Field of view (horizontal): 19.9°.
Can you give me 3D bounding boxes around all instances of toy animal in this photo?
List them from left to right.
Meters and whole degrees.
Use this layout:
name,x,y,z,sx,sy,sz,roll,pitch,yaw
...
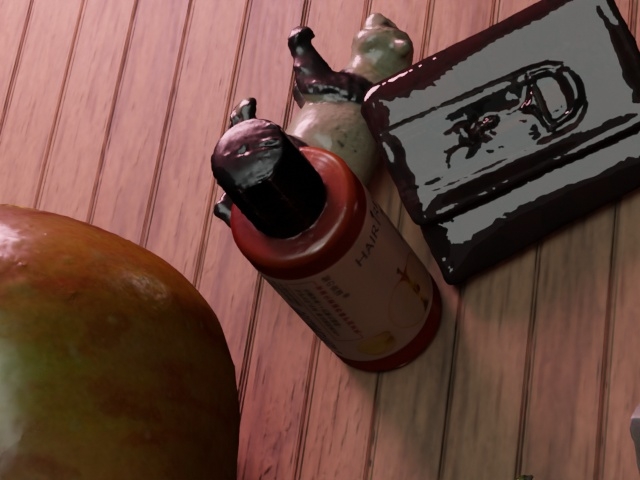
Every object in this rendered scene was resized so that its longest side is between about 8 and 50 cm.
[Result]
name,x,y,z,sx,sy,sz,roll,pitch,yaw
toy animal,0.004,-0.101,1.564,0.121,0.094,0.225,21,62,22

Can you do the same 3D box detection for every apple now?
name,x,y,z,sx,sy,sz,roll,pitch,yaw
apple,-0.241,0.167,1.397,0.400,0.333,0.400,-12,70,36

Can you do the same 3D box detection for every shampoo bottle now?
name,x,y,z,sx,sy,sz,roll,pitch,yaw
shampoo bottle,0.000,0.000,1.389,0.104,0.278,0.104,-12,58,20

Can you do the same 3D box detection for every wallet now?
name,x,y,z,sx,sy,sz,roll,pitch,yaw
wallet,0.165,-0.092,1.477,0.229,0.049,0.182,-27,78,9

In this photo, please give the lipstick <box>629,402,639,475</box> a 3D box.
name,x,y,z,sx,sy,sz,roll,pitch,yaw
lipstick,0.371,0.133,1.229,0.317,0.066,0.068,-3,22,33

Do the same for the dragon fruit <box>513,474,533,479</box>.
name,x,y,z,sx,sy,sz,roll,pitch,yaw
dragon fruit,0.171,0.239,1.253,0.172,0.160,0.167,24,96,35
